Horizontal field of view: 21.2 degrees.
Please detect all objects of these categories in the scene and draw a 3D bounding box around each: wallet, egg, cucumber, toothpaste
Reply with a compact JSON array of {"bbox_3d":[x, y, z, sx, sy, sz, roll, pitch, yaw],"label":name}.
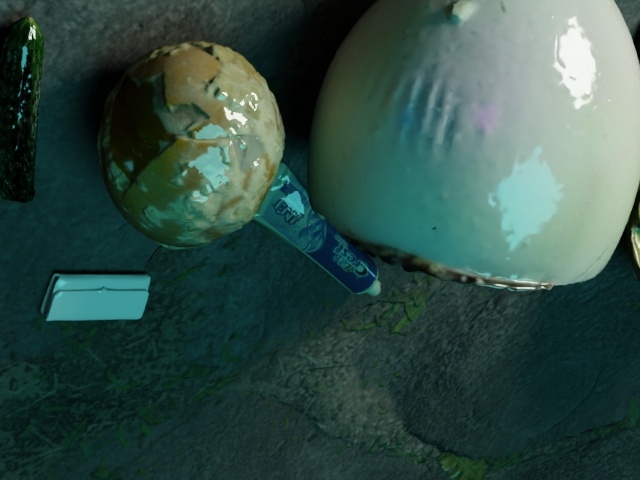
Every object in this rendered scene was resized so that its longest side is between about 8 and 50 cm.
[{"bbox_3d":[-0.253,0.064,1.943,0.122,0.025,0.061,1,120,-36],"label":"wallet"},{"bbox_3d":[0.178,-0.160,1.813,0.354,0.354,0.339,-1,112,-35],"label":"egg"},{"bbox_3d":[-0.134,-0.094,1.754,0.195,0.195,0.233,-4,139,-33],"label":"egg"},{"bbox_3d":[-0.303,-0.128,1.707,0.058,0.052,0.214,-28,142,-42],"label":"cucumber"},{"bbox_3d":[0.001,-0.001,2.050,0.069,0.047,0.268,-33,138,15],"label":"toothpaste"}]

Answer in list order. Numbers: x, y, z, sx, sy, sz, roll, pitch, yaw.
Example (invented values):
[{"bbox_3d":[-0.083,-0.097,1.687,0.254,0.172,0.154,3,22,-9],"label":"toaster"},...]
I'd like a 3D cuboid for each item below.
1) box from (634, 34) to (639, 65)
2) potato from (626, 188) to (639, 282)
[{"bbox_3d":[0.486,-0.220,2.181,0.230,0.050,0.160,-5,129,-32],"label":"box"},{"bbox_3d":[0.525,0.021,2.298,0.285,0.242,0.242,15,124,-4],"label":"potato"}]
